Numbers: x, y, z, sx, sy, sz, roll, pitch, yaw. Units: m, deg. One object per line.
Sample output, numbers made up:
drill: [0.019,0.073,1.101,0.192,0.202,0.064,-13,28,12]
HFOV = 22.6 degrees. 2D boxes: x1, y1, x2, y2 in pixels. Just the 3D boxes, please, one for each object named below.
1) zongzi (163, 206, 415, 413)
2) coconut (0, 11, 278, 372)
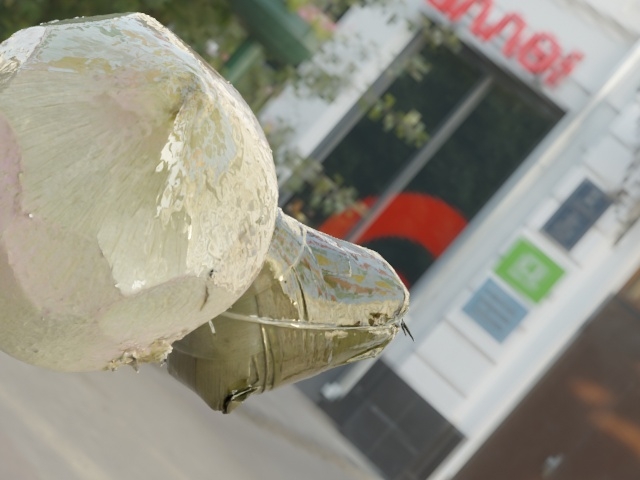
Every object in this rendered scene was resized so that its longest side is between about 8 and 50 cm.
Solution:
zongzi: [0.000,0.000,0.960,0.189,0.178,0.081,-17,40,-34]
coconut: [-0.100,-0.023,0.763,0.171,0.171,0.183,42,-36,-15]
